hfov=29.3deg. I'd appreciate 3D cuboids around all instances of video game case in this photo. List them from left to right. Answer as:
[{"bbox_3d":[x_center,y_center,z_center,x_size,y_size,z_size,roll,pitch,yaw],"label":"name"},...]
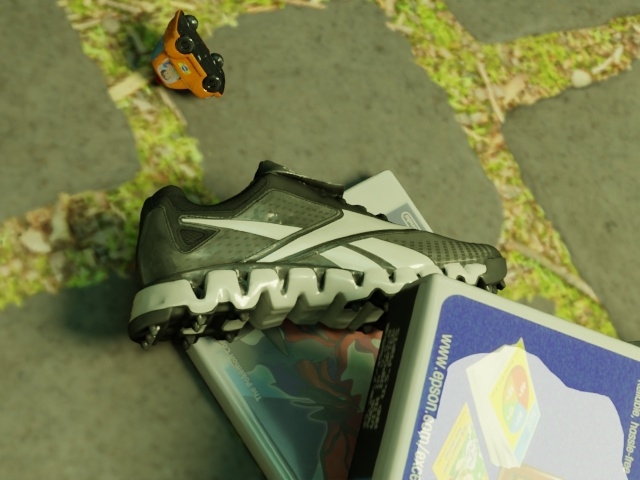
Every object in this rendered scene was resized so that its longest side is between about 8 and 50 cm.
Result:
[{"bbox_3d":[0.027,0.075,0.750,0.183,0.023,0.201,-29,79,-28],"label":"video game case"}]

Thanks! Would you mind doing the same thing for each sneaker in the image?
[{"bbox_3d":[0.000,0.000,0.716,0.234,0.078,0.106,-3,70,-19],"label":"sneaker"}]

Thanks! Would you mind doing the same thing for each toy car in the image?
[{"bbox_3d":[-0.094,-0.143,0.807,0.040,0.060,0.122,-24,50,16],"label":"toy car"}]

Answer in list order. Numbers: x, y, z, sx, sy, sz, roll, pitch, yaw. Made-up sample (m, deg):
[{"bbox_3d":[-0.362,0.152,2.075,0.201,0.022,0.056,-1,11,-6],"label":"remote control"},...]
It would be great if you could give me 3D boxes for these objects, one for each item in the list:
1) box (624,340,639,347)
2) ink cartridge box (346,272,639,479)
[{"bbox_3d":[0.185,0.176,0.726,0.183,0.059,0.233,-4,78,-21],"label":"box"},{"bbox_3d":[0.148,0.209,0.636,0.307,0.072,0.304,21,70,-16],"label":"ink cartridge box"}]
